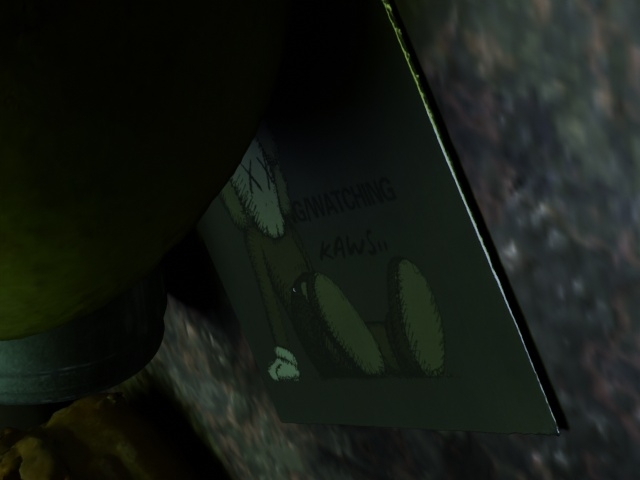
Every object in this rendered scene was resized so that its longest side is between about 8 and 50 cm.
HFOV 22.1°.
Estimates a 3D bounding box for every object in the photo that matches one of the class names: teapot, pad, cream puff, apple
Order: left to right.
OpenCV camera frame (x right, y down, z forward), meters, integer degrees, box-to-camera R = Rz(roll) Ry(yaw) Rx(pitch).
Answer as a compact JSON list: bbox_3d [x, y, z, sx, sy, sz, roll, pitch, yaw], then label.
[{"bbox_3d":[-0.097,-0.068,0.437,0.196,0.157,0.196,44,153,28],"label":"apple"},{"bbox_3d":[-0.104,-0.014,0.613,0.111,0.149,0.108,12,115,14],"label":"teapot"},{"bbox_3d":[-0.101,0.151,0.710,0.165,0.115,0.150,45,146,39],"label":"cream puff"},{"bbox_3d":[0.000,0.000,0.499,0.190,0.004,0.127,-12,102,65],"label":"pad"}]

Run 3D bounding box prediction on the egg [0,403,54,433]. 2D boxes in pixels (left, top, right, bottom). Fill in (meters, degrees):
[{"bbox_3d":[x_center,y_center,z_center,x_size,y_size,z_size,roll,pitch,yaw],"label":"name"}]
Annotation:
[{"bbox_3d":[-0.213,0.108,0.837,0.286,0.174,0.264,37,-175,-6],"label":"egg"}]
